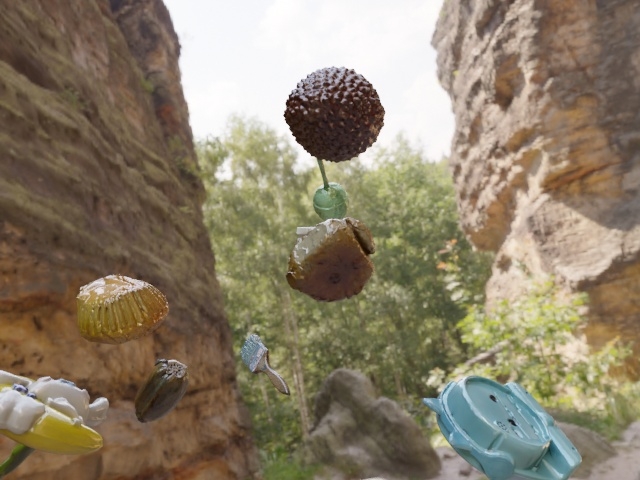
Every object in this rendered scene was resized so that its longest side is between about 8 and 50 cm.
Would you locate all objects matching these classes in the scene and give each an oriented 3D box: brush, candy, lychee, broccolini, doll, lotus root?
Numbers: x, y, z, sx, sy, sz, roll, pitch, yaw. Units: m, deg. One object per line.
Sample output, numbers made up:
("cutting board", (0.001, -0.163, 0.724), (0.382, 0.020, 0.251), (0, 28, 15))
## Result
("brush", (-0.116, 0.280, 1.410), (0.021, 0.070, 0.196), (22, 11, -44))
("candy", (0.000, -0.241, 1.994), (0.119, 0.439, 0.119), (-10, 39, 8))
("lychee", (0.022, -0.313, 1.589), (0.272, 0.271, 0.271), (-11, -5, -1))
("broccolini", (-0.690, 0.539, 1.369), (0.392, 0.078, 0.074), (-42, -35, 19))
("doll", (-0.483, 0.298, 1.139), (0.252, 0.111, 0.237), (26, -8, -25))
("lotus root", (-0.502, 0.476, 2.037), (0.123, 0.124, 0.241), (1, -47, -52))

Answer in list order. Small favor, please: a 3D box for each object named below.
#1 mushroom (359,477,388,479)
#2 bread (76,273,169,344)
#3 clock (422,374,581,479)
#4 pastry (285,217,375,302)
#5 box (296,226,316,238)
("mushroom", (0.119, 0.723, 1.698), (0.227, 0.178, 0.226), (-13, -13, -3))
("bread", (-0.513, 0.177, 1.672), (0.240, 0.139, 0.240), (-7, 17, 2))
("clock", (0.321, 0.340, 1.178), (0.274, 0.094, 0.223), (19, 21, -31))
("pastry", (0.026, 0.051, 1.519), (0.229, 0.218, 0.100), (-16, 38, -7))
("box", (0.000, 0.000, 1.814), (0.090, 0.024, 0.167), (-1, -19, 16))
